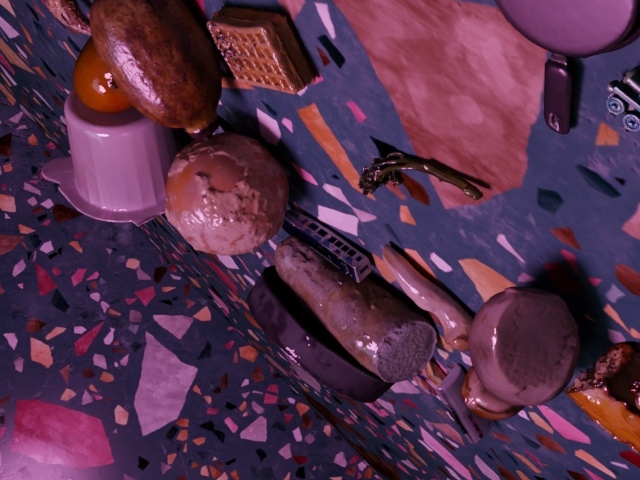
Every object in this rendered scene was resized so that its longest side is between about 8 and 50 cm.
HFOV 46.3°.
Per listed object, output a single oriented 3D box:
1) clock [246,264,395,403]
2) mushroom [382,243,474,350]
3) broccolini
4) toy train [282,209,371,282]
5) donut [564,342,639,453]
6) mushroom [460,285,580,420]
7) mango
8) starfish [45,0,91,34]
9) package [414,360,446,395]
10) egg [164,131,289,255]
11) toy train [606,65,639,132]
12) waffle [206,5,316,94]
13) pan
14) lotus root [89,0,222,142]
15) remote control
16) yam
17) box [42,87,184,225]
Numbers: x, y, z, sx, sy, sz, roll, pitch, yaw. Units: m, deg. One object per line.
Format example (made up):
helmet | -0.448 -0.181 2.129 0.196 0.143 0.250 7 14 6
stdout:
clock | 0.004 0.173 1.400 0.325 0.067 0.325 38 -171 -7
mushroom | 0.158 0.085 1.107 0.202 0.054 0.059 47 165 10
broccolini | 0.110 -0.075 0.875 0.194 0.054 0.052 14 125 56
toy train | 0.000 0.000 1.277 0.208 0.047 0.043 34 156 34
donut | 0.357 0.162 0.763 0.141 0.085 0.217 45 164 -1
mushroom | 0.239 0.144 0.919 0.128 0.128 0.350 39 164 20
mango | -0.352 -0.286 1.268 0.120 0.151 0.221 32 167 -25
starfish | -0.460 -0.443 1.315 0.216 0.071 0.238 48 170 10
package | 0.202 0.254 1.412 0.120 0.031 0.108 50 162 -14
egg | -0.151 -0.074 1.214 0.203 0.203 0.245 46 169 -1
toy train | 0.249 -0.089 0.542 0.092 0.029 0.045 44 155 9
waffle | -0.076 -0.237 0.927 0.148 0.042 0.102 26 154 49
pan | 0.177 -0.155 0.554 0.136 0.028 0.235 35 160 32
lotus root | -0.221 -0.251 1.057 0.128 0.145 0.260 30 155 58
remote control | 0.257 0.292 1.316 0.029 0.065 0.166 17 147 55
yam | 0.045 0.102 1.292 0.330 0.133 0.133 41 162 27
box | -0.401 -0.198 1.430 0.292 0.262 0.206 9 138 2
